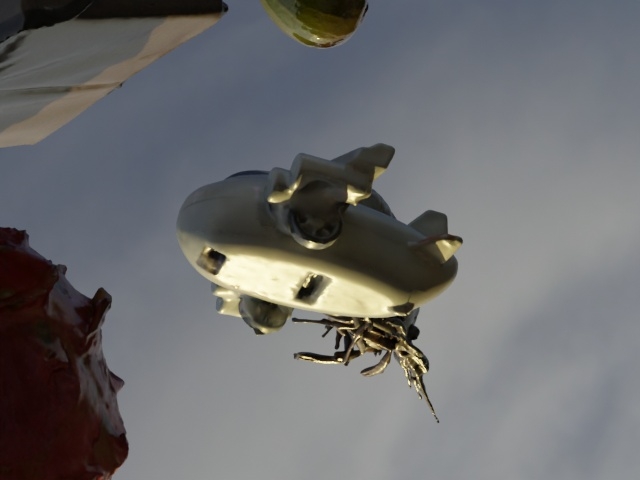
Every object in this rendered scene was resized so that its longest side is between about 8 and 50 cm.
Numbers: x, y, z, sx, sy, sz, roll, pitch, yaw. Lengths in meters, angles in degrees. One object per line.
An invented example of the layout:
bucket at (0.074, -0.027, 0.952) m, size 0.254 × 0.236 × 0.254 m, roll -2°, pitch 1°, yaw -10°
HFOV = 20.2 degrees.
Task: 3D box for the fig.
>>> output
fig at (-0.007, -0.177, 1.287) m, size 0.088 × 0.074 × 0.074 m, roll 18°, pitch -85°, yaw -8°

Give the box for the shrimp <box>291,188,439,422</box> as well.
shrimp at (0.047, 0.075, 1.854) m, size 0.145 × 0.116 × 0.343 m, roll -50°, pitch -43°, yaw -22°

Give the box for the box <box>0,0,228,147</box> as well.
box at (-0.179, -0.191, 0.940) m, size 0.153 × 0.188 × 0.252 m, roll -6°, pitch -106°, yaw -50°

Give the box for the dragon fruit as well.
dragon fruit at (-0.202, 0.117, 0.927) m, size 0.205 × 0.210 × 0.268 m, roll 2°, pitch -103°, yaw -19°

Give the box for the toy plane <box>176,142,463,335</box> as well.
toy plane at (0.000, 0.000, 1.487) m, size 0.244 × 0.245 × 0.117 m, roll 50°, pitch -146°, yaw -47°
